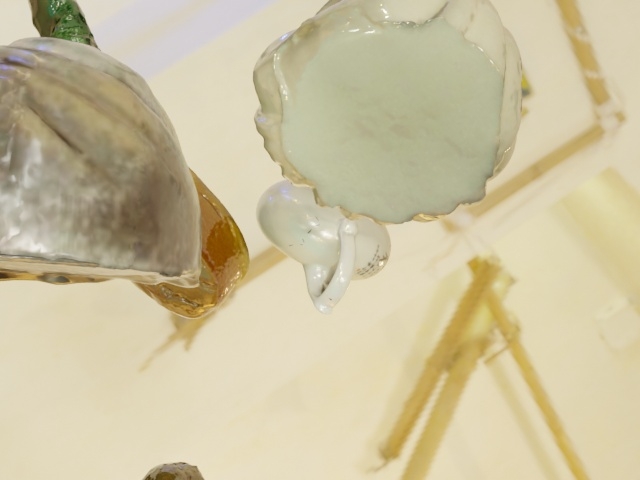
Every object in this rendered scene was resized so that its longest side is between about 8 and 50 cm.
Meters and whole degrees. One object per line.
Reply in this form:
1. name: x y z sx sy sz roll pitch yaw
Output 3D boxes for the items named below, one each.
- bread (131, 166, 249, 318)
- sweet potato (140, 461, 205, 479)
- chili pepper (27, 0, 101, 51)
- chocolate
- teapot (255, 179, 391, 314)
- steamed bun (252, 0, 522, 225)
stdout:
1. bread: -0.233 -0.006 1.896 0.269 0.143 0.195 49 -36 7
2. sweet potato: -0.103 0.266 1.043 0.233 0.062 0.081 58 -5 48
3. chili pepper: -0.292 -0.262 1.374 0.098 0.061 0.224 113 -40 -57
4. chocolate: -0.248 -0.070 1.100 0.303 0.303 0.213 140 -45 -82
5. teapot: 0.000 0.000 1.834 0.208 0.166 0.299 34 16 -19
6. steamed bun: 0.049 -0.096 0.830 0.183 0.183 0.106 61 22 -28
